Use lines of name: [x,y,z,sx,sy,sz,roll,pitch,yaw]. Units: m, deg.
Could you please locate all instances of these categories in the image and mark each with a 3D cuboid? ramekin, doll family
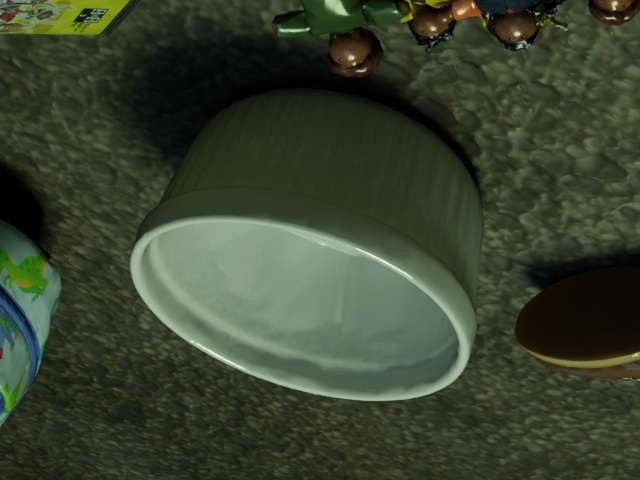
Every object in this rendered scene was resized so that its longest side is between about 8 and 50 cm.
ramekin: [0.000,0.000,0.926,0.207,0.109,0.207,13,151,7]
doll family: [0.071,-0.126,0.709,0.193,0.076,0.111,0,142,23]

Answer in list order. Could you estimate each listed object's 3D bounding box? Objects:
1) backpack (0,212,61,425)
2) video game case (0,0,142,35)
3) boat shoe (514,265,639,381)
backpack: [-0.333,0.071,1.128,0.290,0.273,0.355,36,135,-17]
video game case: [-0.171,-0.151,0.684,0.248,0.035,0.275,-3,169,-26]
boat shoe: [0.220,0.056,0.936,0.207,0.073,0.073,-8,140,38]
